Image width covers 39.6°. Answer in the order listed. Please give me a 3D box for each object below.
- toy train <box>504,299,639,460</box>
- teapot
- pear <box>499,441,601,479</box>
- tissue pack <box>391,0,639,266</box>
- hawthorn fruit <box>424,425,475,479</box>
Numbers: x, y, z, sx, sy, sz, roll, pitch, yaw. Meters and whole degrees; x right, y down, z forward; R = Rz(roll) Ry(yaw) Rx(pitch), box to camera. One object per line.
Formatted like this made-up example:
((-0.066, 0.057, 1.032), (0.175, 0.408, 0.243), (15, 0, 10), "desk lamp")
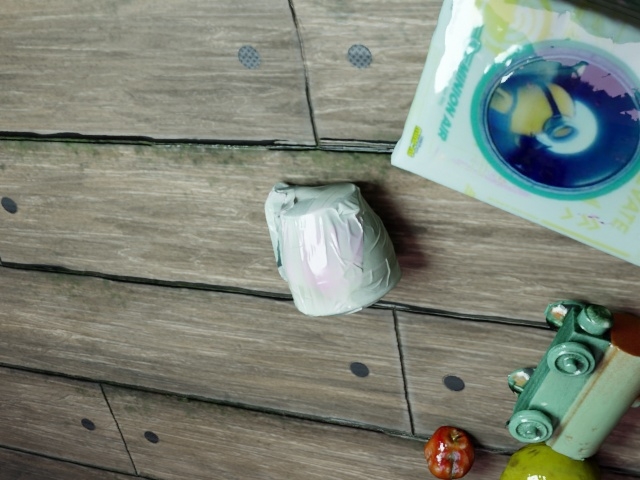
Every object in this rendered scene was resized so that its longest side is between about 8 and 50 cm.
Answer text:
((0.381, 0.207, 1.288), (0.177, 0.116, 0.285), (16, 130, 0), "toy train")
((0.014, -0.004, 1.302), (0.163, 0.221, 0.178), (-20, 109, -7), "teapot")
((0.364, 0.385, 1.397), (0.162, 0.149, 0.149), (13, 129, 19), "pear")
((0.304, -0.149, 1.013), (0.388, 0.162, 0.287), (23, 134, 10), "tissue pack")
((0.217, 0.355, 1.491), (0.093, 0.093, 0.093), (14, 129, 17), "hawthorn fruit")
